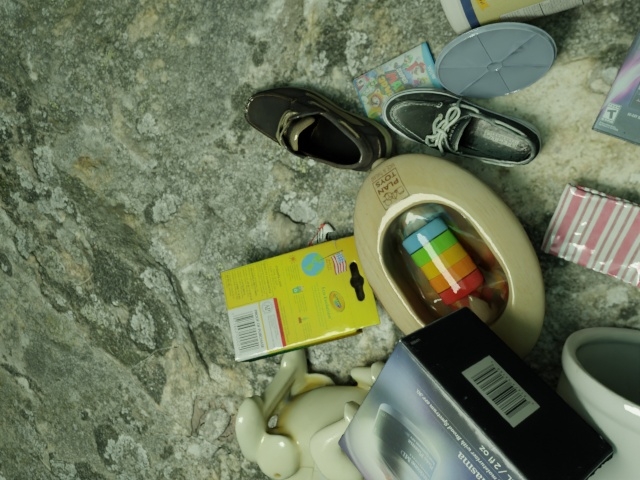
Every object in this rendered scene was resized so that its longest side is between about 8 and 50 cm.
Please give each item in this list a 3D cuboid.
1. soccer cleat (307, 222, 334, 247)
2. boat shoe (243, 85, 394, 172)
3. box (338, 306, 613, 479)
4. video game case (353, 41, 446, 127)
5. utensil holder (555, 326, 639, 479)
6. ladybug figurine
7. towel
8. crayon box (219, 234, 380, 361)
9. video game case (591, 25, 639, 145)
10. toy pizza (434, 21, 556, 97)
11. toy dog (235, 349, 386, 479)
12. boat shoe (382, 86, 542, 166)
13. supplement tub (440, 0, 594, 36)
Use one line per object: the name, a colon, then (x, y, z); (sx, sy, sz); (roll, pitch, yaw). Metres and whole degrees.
soccer cleat: (0.000, 0.000, 1.308); (0.035, 0.029, 0.083); (39, 110, 20)
boat shoe: (-0.023, -0.235, 1.206); (0.355, 0.130, 0.132); (22, 110, 26)
box: (0.217, 0.324, 0.920); (0.296, 0.182, 0.294); (47, 135, 29)
video game case: (0.158, -0.301, 1.174); (0.166, 0.015, 0.119); (-21, 90, 29)
utensil holder: (0.522, 0.385, 0.957); (0.327, 0.327, 0.385); (15, 109, 24)
ladybug figurine: (0.242, 0.029, 1.114); (0.305, 0.162, 0.449); (-33, 85, 28)
towel: (0.501, -0.006, 1.029); (0.197, 0.029, 0.144); (23, 124, 22)
crayon box: (-0.040, 0.127, 1.263); (0.318, 0.081, 0.202); (-15, 75, 11)
video game case: (0.596, -0.276, 0.950); (0.196, 0.026, 0.274); (26, 112, 20)
toy pizza: (0.297, -0.311, 1.011); (0.201, 0.201, 0.032); (-10, 67, 28)
toy dog: (0.072, 0.442, 1.223); (0.408, 0.284, 0.395); (7, 110, 25)
boat shoe: (0.248, -0.203, 1.087); (0.306, 0.105, 0.113); (26, 117, 17)
supplement tub: (0.348, -0.471, 0.921); (0.316, 0.228, 0.228); (-10, 96, 28)
